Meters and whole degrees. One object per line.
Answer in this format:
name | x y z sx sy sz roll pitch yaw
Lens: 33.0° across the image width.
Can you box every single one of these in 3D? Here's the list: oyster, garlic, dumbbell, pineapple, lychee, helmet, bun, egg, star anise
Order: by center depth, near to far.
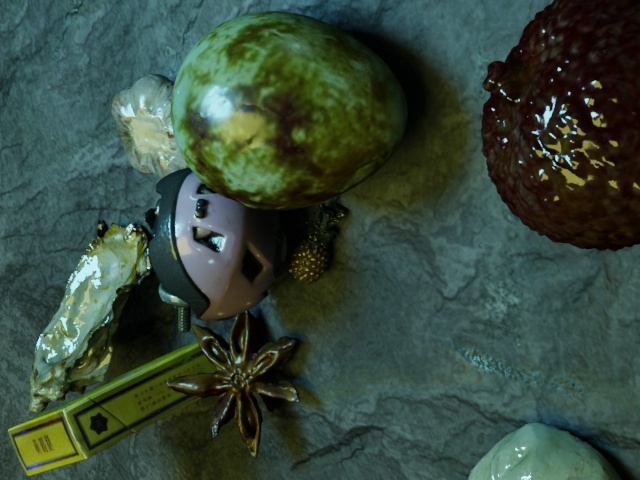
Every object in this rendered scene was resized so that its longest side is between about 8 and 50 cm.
lychee | 0.278 -0.112 1.026 0.260 0.260 0.260 19 121 35
egg | -0.038 -0.152 1.293 0.289 0.238 0.238 10 117 17
bun | 0.273 0.343 1.314 0.231 0.133 0.231 20 123 33
helmet | -0.118 0.001 1.441 0.154 0.253 0.198 -10 64 33
pineapple | 0.000 0.000 1.457 0.058 0.058 0.124 43 128 19
garlic | -0.224 -0.162 1.550 0.159 0.102 0.147 45 120 2
star anise | -0.121 0.199 1.611 0.196 0.111 0.212 18 103 -1
dumbbell | -0.205 0.026 1.632 0.081 0.081 0.254 22 121 33
oyster | -0.363 0.139 1.736 0.361 0.096 0.221 -63 25 3

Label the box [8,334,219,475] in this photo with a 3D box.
box | -0.301 0.252 1.664 0.193 0.301 0.084 -26 89 46
